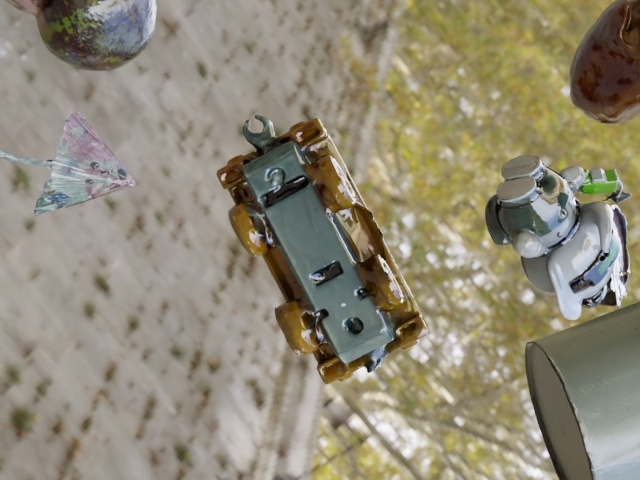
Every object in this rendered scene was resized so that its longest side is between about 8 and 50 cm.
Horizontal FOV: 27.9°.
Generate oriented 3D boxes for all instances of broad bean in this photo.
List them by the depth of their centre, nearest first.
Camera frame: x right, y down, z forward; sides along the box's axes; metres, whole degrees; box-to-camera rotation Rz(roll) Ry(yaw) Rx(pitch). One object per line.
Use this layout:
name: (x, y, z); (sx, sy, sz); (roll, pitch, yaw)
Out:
broad bean: (0.392, -0.232, 1.603); (0.156, 0.122, 0.228); (-64, -174, -25)

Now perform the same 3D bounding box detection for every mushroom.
mushroom: (0.395, 0.017, 1.899); (0.117, 0.141, 0.188); (8, -165, 24)

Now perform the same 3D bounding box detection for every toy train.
toy train: (0.000, 0.000, 1.719); (0.163, 0.369, 0.231); (-28, 179, 10)

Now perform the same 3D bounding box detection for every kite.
kite: (-0.241, -0.069, 1.176); (0.011, 0.157, 0.139); (-99, -153, -44)

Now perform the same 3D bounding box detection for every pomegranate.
pomegranate: (-0.232, -0.241, 1.249); (0.125, 0.163, 0.138); (-42, -153, 3)

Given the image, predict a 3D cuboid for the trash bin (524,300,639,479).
trash bin: (0.513, 0.184, 1.697); (0.432, 0.280, 0.280); (-17, -164, -4)

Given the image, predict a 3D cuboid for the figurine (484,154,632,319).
figurine: (0.241, -0.003, 1.293); (0.126, 0.192, 0.147); (-14, -137, 27)
